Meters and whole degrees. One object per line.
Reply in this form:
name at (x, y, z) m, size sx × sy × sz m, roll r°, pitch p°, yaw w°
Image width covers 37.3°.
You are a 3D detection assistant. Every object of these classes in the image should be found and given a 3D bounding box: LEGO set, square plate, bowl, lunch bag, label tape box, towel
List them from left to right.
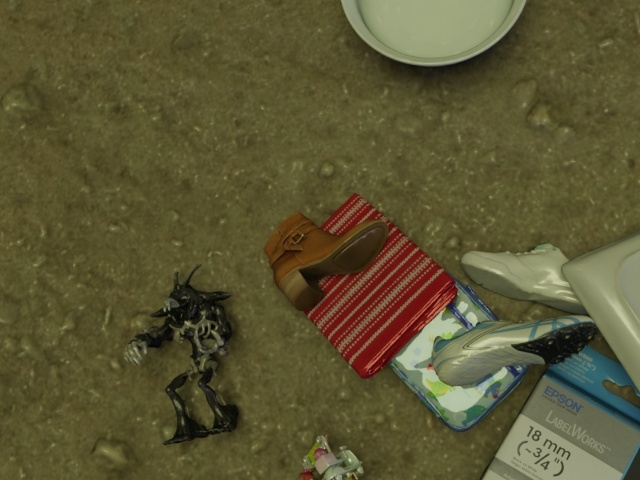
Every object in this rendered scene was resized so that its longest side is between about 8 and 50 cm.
LEGO set at (-0.045, 0.390, 1.438) m, size 0.287 × 0.132 × 0.107 m, roll -45°, pitch 56°, yaw 24°
towel at (0.064, 0.065, 1.455) m, size 0.199 × 0.031 × 0.275 m, roll -45°, pitch 47°, yaw 1°
bowl at (0.186, -0.399, 1.520) m, size 0.297 × 0.134 × 0.298 m, roll -2°, pitch 80°, yaw 11°
lunch bag at (0.197, 0.164, 1.439) m, size 0.176 × 0.090 × 0.219 m, roll -42°, pitch 76°, yaw -1°
label tape box at (0.380, 0.306, 1.319) m, size 0.240 × 0.106 × 0.334 m, roll 30°, pitch 70°, yaw 16°
square plate at (0.576, 0.101, 1.330) m, size 0.347 × 0.049 × 0.344 m, roll -24°, pitch 66°, yaw -10°

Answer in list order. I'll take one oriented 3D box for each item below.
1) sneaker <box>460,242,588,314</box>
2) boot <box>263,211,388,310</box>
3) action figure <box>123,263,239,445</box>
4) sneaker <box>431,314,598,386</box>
sneaker at (0.323, 0.041, 1.451) m, size 0.212 × 0.080 × 0.094 m, roll 17°, pitch 72°, yaw 7°
boot at (0.000, 0.000, 1.474) m, size 0.197 × 0.073 × 0.152 m, roll -38°, pitch 43°, yaw 5°
action figure at (-0.209, 0.173, 1.491) m, size 0.164 × 0.141 × 0.276 m, roll -16°, pitch 78°, yaw 20°
sneaker at (0.272, 0.140, 1.345) m, size 0.237 × 0.085 × 0.086 m, roll -14°, pitch 47°, yaw 4°
